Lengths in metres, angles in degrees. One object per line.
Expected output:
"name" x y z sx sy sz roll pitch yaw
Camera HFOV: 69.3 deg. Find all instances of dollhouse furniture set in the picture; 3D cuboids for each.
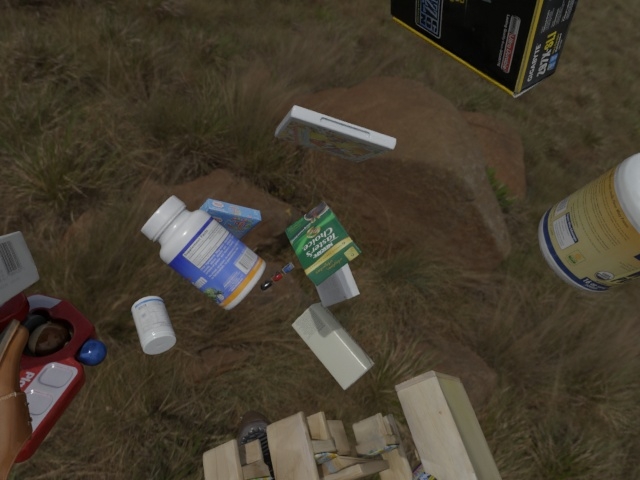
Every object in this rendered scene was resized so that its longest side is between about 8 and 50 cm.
"dollhouse furniture set" 0.084 0.417 0.767 0.362 0.394 0.257 32 34 -53

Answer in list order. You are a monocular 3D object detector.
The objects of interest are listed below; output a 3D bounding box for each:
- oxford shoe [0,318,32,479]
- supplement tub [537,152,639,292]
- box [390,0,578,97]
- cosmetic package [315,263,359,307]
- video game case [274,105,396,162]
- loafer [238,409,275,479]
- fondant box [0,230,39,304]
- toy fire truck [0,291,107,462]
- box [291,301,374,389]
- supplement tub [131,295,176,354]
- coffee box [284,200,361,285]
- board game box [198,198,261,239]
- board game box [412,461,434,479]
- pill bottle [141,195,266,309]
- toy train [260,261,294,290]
"oxford shoe" -0.364 0.196 0.527 0.076 0.076 0.213 23 53 -36
"supplement tub" 0.649 -0.041 0.965 0.228 0.316 0.229 8 63 -16
"box" 0.183 -0.367 0.527 0.079 0.322 0.257 -30 57 -11
"cosmetic package" 0.015 0.054 1.272 0.060 0.098 0.239 -16 83 -46
"video game case" 0.020 -0.212 0.958 0.206 0.026 0.227 15 0 -14
"loafer" -0.155 0.629 1.307 0.133 0.366 0.130 -8 21 -13
"fondant box" -0.616 0.088 0.646 0.330 0.238 0.096 -18 102 -12
"toy fire truck" -0.543 0.229 0.844 0.253 0.170 0.302 14 37 6
"box" 0.040 0.341 1.524 0.275 0.113 0.094 49 15 15
"supplement tub" -0.354 0.178 0.982 0.070 0.071 0.107 -8 51 -32
"coffee box" 0.000 0.000 0.942 0.040 0.113 0.184 51 6 -35
"board game box" -0.290 -0.032 1.295 0.160 0.211 0.039 12 55 -39
"board game box" 0.253 0.591 1.146 0.170 0.141 0.048 -33 53 -25
"pill bottle" -0.275 0.025 1.087 0.272 0.152 0.152 41 41 -12
"toy train" -0.162 0.136 1.754 0.158 0.036 0.027 -39 106 -10
